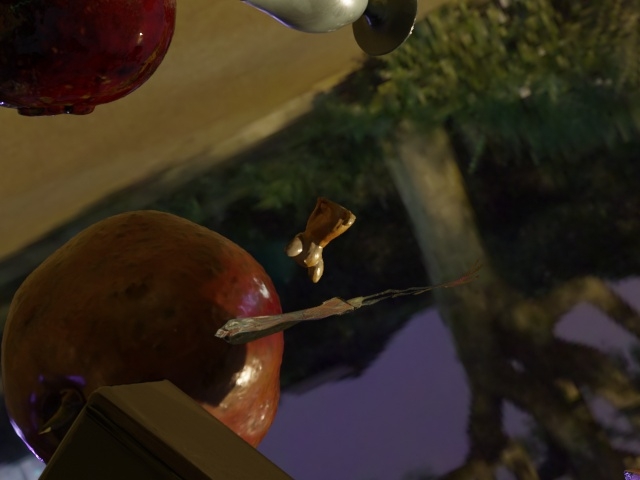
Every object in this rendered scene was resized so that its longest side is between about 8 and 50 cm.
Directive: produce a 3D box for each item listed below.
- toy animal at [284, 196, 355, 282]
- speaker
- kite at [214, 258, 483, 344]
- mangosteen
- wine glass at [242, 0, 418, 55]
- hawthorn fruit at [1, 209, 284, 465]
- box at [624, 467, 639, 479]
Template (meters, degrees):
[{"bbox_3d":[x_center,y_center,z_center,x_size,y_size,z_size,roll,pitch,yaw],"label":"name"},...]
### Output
[{"bbox_3d":[0.000,0.000,1.427,0.083,0.060,0.081,-59,-145,-1],"label":"toy animal"},{"bbox_3d":[-0.140,0.260,1.311,0.153,0.231,0.192,-58,163,10],"label":"speaker"},{"bbox_3d":[0.025,0.052,1.103,0.229,0.016,0.127,-15,172,-1],"label":"kite"},{"bbox_3d":[-0.231,-0.234,1.153,0.215,0.257,0.215,-1,-177,0],"label":"mangosteen"},{"bbox_3d":[-0.001,-0.246,1.323,0.093,0.093,0.202,-25,155,36],"label":"wine glass"},{"bbox_3d":[-0.255,0.170,1.810,0.403,0.403,0.403,-25,180,0],"label":"hawthorn fruit"},{"bbox_3d":[0.441,0.363,1.779,0.043,0.125,0.089,-5,173,-7],"label":"box"}]
